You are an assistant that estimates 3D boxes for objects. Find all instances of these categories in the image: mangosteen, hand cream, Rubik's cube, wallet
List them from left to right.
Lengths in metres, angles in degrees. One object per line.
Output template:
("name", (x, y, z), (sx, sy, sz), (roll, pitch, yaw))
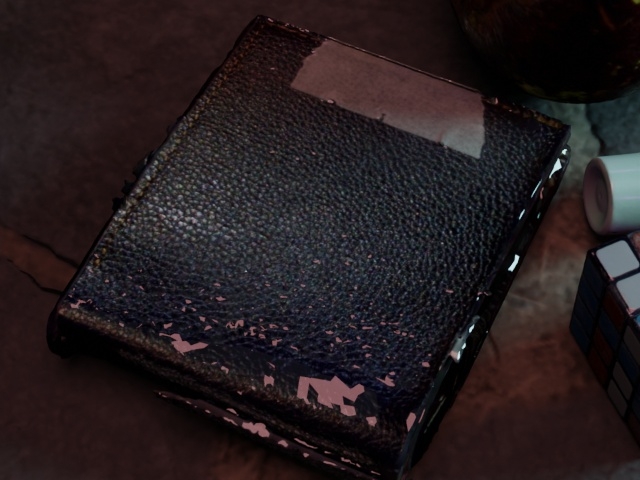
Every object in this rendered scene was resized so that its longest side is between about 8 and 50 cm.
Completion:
("wallet", (0.000, 0.000, 1.016), (0.221, 0.071, 0.262), (20, 60, 16))
("mangosteen", (0.178, -0.178, 1.053), (0.217, 0.192, 0.192), (-6, 58, -31))
("Rubik's cube", (0.201, 0.046, 0.967), (0.092, 0.092, 0.092), (-21, 63, -11))
("hand cream", (0.244, -0.033, 1.044), (0.174, 0.047, 0.076), (-4, 59, -12))
